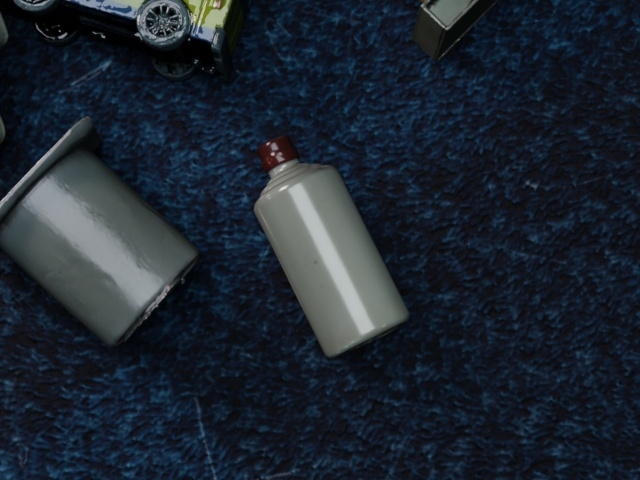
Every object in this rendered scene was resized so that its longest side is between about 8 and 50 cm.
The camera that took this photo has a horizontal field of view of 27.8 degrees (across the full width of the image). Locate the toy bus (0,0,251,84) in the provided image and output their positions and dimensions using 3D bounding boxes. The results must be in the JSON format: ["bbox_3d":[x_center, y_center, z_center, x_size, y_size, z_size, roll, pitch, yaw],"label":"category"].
[{"bbox_3d":[-0.227,-0.306,1.427,0.312,0.152,0.190,16,83,2],"label":"toy bus"}]

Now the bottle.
[{"bbox_3d":[0.000,0.000,1.406,0.104,0.104,0.245,-26,83,-5],"label":"bottle"}]

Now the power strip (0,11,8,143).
[{"bbox_3d":[-0.409,-0.215,1.369,0.059,0.194,0.264,-32,107,-45],"label":"power strip"}]

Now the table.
[{"bbox_3d":[0.180,-0.334,1.451,0.240,0.121,0.111,-44,85,-7],"label":"table"}]

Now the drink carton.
[{"bbox_3d":[-0.243,0.006,1.376,0.189,0.185,0.191,43,81,-6],"label":"drink carton"}]
